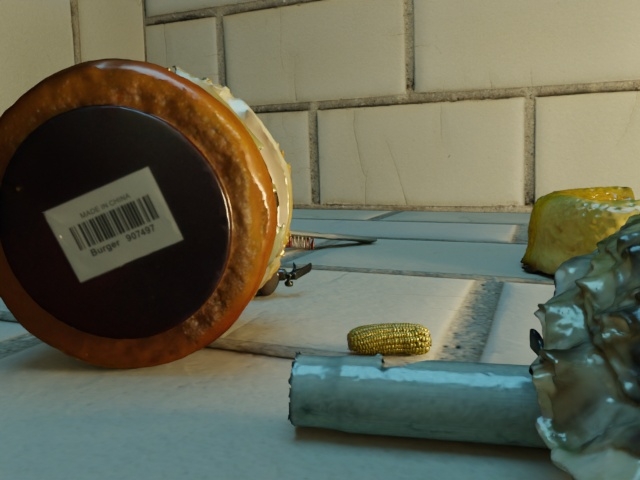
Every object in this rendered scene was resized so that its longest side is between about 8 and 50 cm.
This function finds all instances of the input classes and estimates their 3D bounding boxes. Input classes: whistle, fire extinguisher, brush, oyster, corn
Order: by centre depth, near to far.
[{"bbox_3d":[0.255,0.067,0.320,0.238,0.114,0.351,24,48,16],"label":"oyster"},{"bbox_3d":[0.131,0.121,0.411,0.312,0.062,0.062,1,8,11],"label":"whistle"},{"bbox_3d":[0.075,0.109,0.607,0.092,0.037,0.037,-3,8,1],"label":"corn"},{"bbox_3d":[-0.152,0.052,0.910,0.268,0.072,0.089,0,14,8],"label":"fire extinguisher"},{"bbox_3d":[0.000,0.000,1.423,0.321,0.050,0.060,4,2,-29],"label":"brush"}]

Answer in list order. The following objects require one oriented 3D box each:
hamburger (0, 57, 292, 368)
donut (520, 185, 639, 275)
[{"bbox_3d":[-0.194,-0.035,0.639,0.330,0.329,0.250,0,14,4],"label":"hamburger"},{"bbox_3d":[0.599,-0.020,1.039,0.378,0.163,0.435,-9,12,-40],"label":"donut"}]
